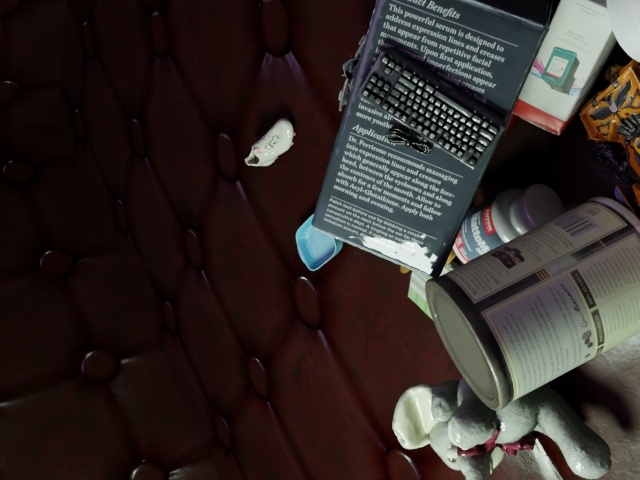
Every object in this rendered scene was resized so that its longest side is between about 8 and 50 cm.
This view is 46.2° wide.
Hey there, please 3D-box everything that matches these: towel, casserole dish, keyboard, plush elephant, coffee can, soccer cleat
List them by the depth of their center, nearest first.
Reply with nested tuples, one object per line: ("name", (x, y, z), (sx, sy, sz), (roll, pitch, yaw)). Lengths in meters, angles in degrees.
("keyboard", (0.132, -0.154, 0.953), (0.180, 0.023, 0.108), (33, 126, 1))
("coffee can", (0.316, 0.086, 1.056), (0.202, 0.275, 0.201), (63, 173, 13))
("plush elephant", (0.282, 0.334, 1.311), (0.330, 0.271, 0.256), (-103, 29, -59))
("towel", (0.226, 0.083, 1.506), (0.113, 0.023, 0.152), (47, 142, 40))
("casserole dish", (0.000, 0.000, 1.808), (0.114, 0.036, 0.188), (66, 149, 12))
("soccer cleat", (-0.124, -0.235, 1.855), (0.196, 0.076, 0.068), (-43, 68, 56))

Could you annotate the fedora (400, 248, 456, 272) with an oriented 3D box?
("fedora", (0.216, -0.009, 1.369), (0.079, 0.194, 0.194), (29, 140, 0))

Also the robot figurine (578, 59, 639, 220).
("robot figurine", (0.453, -0.113, 0.981), (0.291, 0.085, 0.211), (62, 146, 18))

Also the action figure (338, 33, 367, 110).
("action figure", (0.140, -0.282, 1.367), (0.285, 0.099, 0.186), (30, 116, 38))

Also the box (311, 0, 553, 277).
("box", (0.169, -0.203, 1.103), (0.211, 0.293, 0.396), (23, 125, 7))

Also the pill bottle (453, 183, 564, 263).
("pill bottle", (0.307, -0.025, 1.236), (0.180, 0.107, 0.108), (-35, 75, 58))

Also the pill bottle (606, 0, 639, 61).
("pill bottle", (0.467, -0.286, 0.802), (0.283, 0.161, 0.161), (-4, 101, 58))

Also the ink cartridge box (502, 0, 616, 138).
("ink cartridge box", (0.344, -0.241, 1.035), (0.078, 0.134, 0.231), (31, 135, 17))
